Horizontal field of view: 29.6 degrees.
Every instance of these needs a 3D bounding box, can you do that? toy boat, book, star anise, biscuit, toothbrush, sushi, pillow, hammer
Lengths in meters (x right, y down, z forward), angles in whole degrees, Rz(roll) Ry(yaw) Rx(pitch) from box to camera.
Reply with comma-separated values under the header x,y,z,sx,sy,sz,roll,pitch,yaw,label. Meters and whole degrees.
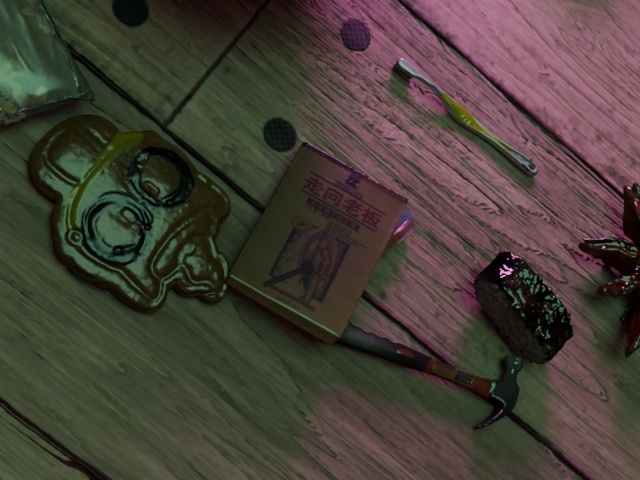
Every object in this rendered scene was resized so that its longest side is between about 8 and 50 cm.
x,y,z,sx,sy,sz,roll,pitch,yaw,label
0.068,-0.046,1.602,0.096,0.034,0.122,-34,89,-34,toy boat
0.000,0.000,1.527,0.161,0.026,0.231,30,59,-4,book
0.487,0.051,1.738,0.288,0.088,0.288,6,73,-21,star anise
-0.220,-0.030,1.460,0.290,0.041,0.208,41,63,-8,biscuit
0.209,-0.173,1.708,0.263,0.026,0.022,36,69,-11,toothbrush
0.271,0.089,1.624,0.078,0.090,0.150,-43,96,-25,sushi
-0.389,-0.252,1.438,0.169,0.059,0.255,-24,87,-28,pillow
0.134,0.159,1.571,0.287,0.033,0.111,23,66,-17,hammer
